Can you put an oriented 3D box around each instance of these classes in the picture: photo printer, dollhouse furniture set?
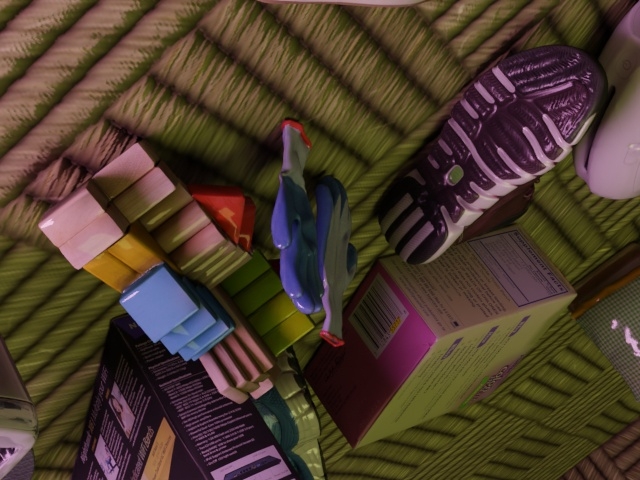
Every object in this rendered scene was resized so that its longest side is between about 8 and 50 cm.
[{"bbox_3d":[0.401,-0.178,1.208,0.307,0.107,0.256,-27,153,-17],"label":"photo printer"},{"bbox_3d":[0.511,0.058,1.646,0.301,0.197,0.151,-37,156,1],"label":"dollhouse furniture set"}]

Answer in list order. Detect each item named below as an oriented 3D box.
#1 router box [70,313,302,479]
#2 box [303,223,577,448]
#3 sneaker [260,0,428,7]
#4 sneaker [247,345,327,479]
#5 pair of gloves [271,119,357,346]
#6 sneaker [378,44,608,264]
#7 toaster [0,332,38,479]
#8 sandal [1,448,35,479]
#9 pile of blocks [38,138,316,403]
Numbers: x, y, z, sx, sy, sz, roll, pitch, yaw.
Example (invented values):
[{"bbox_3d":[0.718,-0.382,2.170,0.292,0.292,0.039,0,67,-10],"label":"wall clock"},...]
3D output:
[{"bbox_3d":[-0.133,0.241,1.103,0.081,0.243,0.309,-19,150,-32],"label":"router box"},{"bbox_3d":[0.138,0.109,1.362,0.243,0.117,0.213,-12,146,-39],"label":"box"},{"bbox_3d":[0.035,-0.202,0.753,0.192,0.064,0.086,-12,151,-36],"label":"sneaker"},{"bbox_3d":[-0.079,0.226,1.320,0.147,0.130,0.330,-17,149,-6],"label":"sneaker"},{"bbox_3d":[0.000,0.000,0.975,0.023,0.159,0.198,-7,157,17],"label":"pair of gloves"},{"bbox_3d":[0.187,-0.089,1.123,0.162,0.106,0.281,-13,157,-49],"label":"sneaker"},{"bbox_3d":[-0.293,0.116,0.797,0.227,0.146,0.129,-41,155,11],"label":"toaster"},{"bbox_3d":[-0.342,0.231,1.062,0.097,0.054,0.254,0,147,-41],"label":"sandal"},{"bbox_3d":[-0.075,0.029,0.919,0.112,0.149,0.362,-38,154,4],"label":"pile of blocks"}]
